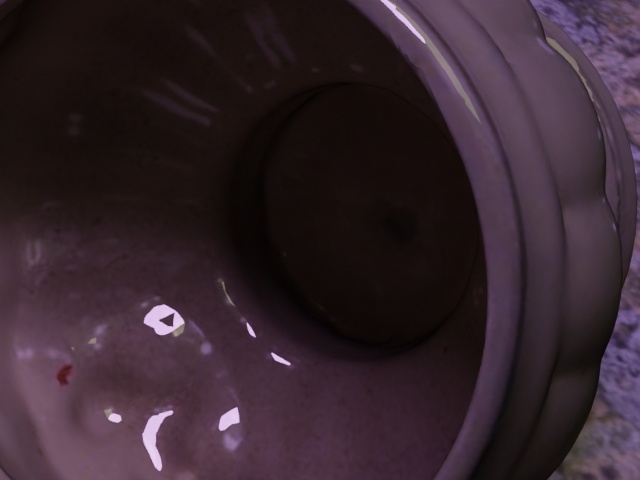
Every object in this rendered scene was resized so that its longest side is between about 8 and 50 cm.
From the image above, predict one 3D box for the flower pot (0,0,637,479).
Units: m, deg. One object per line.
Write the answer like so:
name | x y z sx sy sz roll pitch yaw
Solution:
flower pot | 0.000 0.000 0.814 0.307 0.307 0.244 43 25 16
